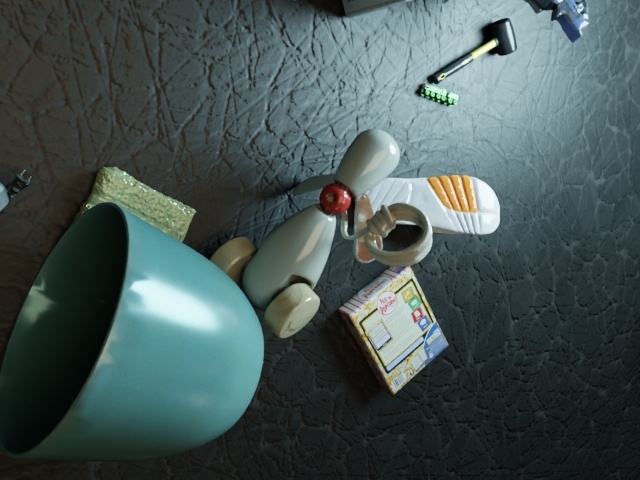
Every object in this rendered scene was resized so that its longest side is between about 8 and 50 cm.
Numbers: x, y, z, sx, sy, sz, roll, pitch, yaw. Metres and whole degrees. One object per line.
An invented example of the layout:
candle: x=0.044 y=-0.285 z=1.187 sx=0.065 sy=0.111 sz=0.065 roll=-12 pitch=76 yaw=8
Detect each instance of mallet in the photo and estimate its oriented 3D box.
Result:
mallet: x=0.280 y=-0.325 z=1.057 sx=0.189 sy=0.039 sz=0.062 roll=-40 pitch=119 yaw=-12

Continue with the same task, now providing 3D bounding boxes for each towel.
towel: x=-0.257 y=-0.026 z=0.812 sx=0.148 sy=0.027 sz=0.110 roll=30 pitch=86 yaw=-32

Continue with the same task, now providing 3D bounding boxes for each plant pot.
plant pot: x=-0.214 y=0.133 z=0.727 sx=0.235 sy=0.293 sz=0.293 roll=28 pitch=86 yaw=-37

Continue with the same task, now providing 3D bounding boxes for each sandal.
sandal: x=0.184 y=-0.064 z=1.036 sx=0.265 sy=0.076 sz=0.102 roll=5 pitch=83 yaw=-10

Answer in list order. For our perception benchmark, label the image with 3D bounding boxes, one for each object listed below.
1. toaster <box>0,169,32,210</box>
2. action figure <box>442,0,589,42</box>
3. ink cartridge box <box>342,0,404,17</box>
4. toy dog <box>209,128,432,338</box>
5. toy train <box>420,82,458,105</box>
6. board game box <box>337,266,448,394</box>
toaster: x=-0.455 y=-0.043 z=0.638 sx=0.227 sy=0.129 sz=0.146 roll=-45 pitch=116 yaw=-13
action figure: x=0.337 y=-0.467 z=0.982 sx=0.330 sy=0.178 sz=0.341 roll=-27 pitch=87 yaw=-17
ink cartridge box: x=0.082 y=-0.449 z=0.843 sx=0.092 sy=0.158 sz=0.218 roll=-29 pitch=112 yaw=-24
toy dog: x=0.000 y=0.000 z=0.882 sx=0.333 sy=0.161 sz=0.220 roll=-29 pitch=74 yaw=9
toy train: x=0.211 y=-0.258 z=1.038 sx=0.083 sy=0.017 sz=0.024 roll=10 pitch=85 yaw=-31
board game box: x=0.135 y=0.158 z=1.061 sx=0.146 sy=0.045 sz=0.194 roll=-36 pitch=115 yaw=-18
